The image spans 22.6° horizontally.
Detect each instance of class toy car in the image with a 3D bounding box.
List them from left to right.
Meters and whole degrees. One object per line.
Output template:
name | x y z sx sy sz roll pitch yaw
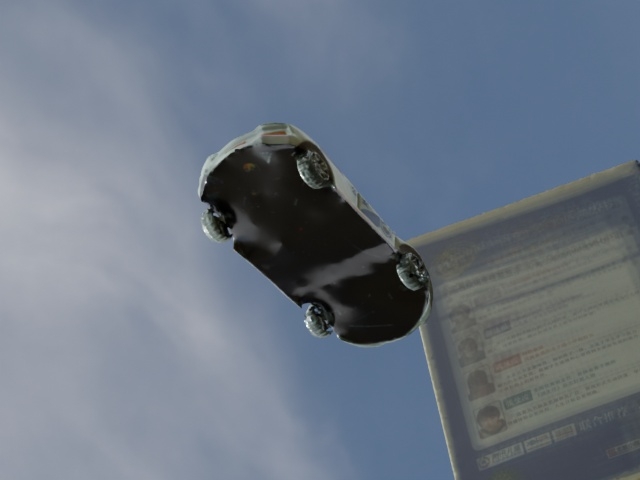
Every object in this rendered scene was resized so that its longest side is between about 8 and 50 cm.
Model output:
toy car | 0.000 0.000 1.119 0.205 0.095 0.056 44 -153 -33

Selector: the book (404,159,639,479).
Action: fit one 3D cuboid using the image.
book | 0.195 0.080 1.301 0.322 0.228 0.018 -99 -14 -46
